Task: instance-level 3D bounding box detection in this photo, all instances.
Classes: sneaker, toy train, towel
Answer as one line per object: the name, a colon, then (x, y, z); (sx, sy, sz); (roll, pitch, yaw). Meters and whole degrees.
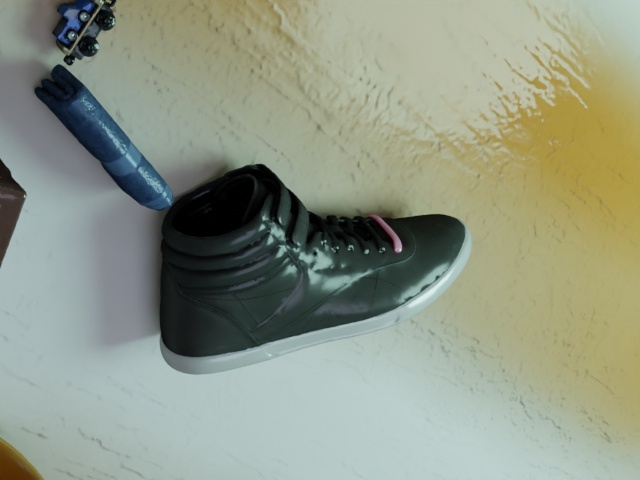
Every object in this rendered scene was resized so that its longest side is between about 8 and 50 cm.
sneaker: (0.000, 0.000, 0.872); (0.295, 0.104, 0.147); (-18, 127, -18)
toy train: (-0.142, -0.194, 0.735); (0.036, 0.027, 0.158); (29, 96, -35)
towel: (-0.156, -0.070, 0.764); (0.029, 0.067, 0.119); (-43, 129, -8)

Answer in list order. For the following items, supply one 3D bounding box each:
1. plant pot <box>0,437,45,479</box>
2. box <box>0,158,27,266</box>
plant pot: (-0.318, 0.257, 0.765); (0.205, 0.205, 0.188); (26, 114, -38)
box: (-0.301, -0.010, 0.618); (0.168, 0.203, 0.167); (15, 106, -37)
